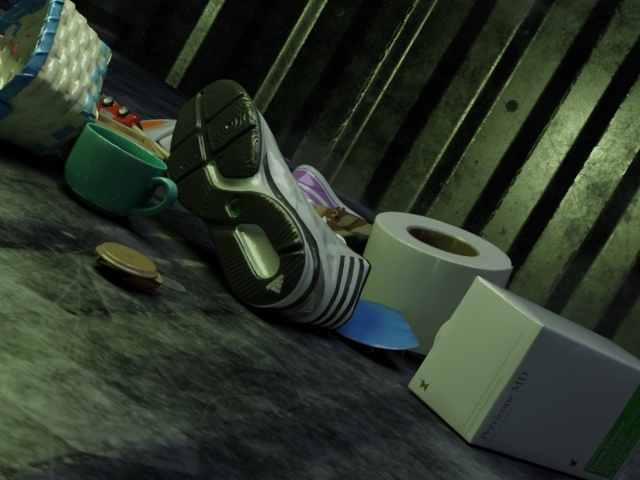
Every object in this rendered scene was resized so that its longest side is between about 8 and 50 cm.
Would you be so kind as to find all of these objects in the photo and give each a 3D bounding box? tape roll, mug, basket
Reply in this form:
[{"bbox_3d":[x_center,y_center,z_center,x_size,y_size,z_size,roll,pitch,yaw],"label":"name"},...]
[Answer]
[{"bbox_3d":[0.183,0.074,1.756,0.246,0.169,0.246,17,16,-5],"label":"tape roll"},{"bbox_3d":[-0.289,-0.087,1.448,0.129,0.097,0.157,25,10,-38],"label":"mug"},{"bbox_3d":[-0.455,-0.273,1.481,0.289,0.201,0.255,46,32,-35],"label":"basket"}]

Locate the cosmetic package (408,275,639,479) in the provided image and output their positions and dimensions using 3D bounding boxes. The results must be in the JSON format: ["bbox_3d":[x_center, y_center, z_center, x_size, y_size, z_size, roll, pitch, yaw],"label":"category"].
[{"bbox_3d":[0.329,0.213,1.502,0.365,0.197,0.155,22,12,-40],"label":"cosmetic package"}]

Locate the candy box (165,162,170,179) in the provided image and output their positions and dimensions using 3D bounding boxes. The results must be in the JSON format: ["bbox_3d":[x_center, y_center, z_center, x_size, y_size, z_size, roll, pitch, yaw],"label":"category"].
[{"bbox_3d":[-0.203,-0.102,1.998,0.164,0.070,0.196,27,7,-26],"label":"candy box"}]

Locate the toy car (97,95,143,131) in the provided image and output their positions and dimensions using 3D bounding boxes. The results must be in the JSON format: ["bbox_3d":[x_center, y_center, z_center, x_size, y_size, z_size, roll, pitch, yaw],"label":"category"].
[{"bbox_3d":[-0.435,-0.246,1.912,0.239,0.053,0.225,45,-20,-1],"label":"toy car"}]

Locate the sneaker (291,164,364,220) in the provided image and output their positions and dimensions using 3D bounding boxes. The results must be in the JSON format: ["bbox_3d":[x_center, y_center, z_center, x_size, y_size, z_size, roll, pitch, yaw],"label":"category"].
[{"bbox_3d":[0.007,-0.018,2.271,0.282,0.102,0.161,45,39,-9],"label":"sneaker"}]

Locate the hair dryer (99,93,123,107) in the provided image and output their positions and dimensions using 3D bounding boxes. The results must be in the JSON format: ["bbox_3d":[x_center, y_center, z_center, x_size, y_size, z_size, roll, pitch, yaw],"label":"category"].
[{"bbox_3d":[-0.546,-0.301,2.086,0.293,0.080,0.223,31,-12,-21],"label":"hair dryer"}]

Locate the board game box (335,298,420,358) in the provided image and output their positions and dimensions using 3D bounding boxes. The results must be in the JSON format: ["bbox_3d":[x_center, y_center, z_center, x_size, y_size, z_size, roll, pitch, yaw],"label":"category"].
[{"bbox_3d":[0.073,0.140,1.587,0.133,0.033,0.169,9,20,-16],"label":"board game box"}]

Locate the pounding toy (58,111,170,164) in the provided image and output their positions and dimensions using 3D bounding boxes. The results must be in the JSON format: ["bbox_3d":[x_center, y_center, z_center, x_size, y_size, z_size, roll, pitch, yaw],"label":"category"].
[{"bbox_3d":[-0.307,-0.125,1.642,0.206,0.094,0.181,27,9,-27],"label":"pounding toy"}]

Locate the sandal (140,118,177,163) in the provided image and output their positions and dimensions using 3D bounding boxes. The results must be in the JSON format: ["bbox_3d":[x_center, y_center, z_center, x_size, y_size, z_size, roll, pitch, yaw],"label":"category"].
[{"bbox_3d":[-0.338,-0.174,1.962,0.101,0.076,0.265,3,21,20],"label":"sandal"}]

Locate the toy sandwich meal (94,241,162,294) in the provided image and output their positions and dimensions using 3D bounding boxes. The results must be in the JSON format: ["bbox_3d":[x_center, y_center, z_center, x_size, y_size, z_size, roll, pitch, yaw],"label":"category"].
[{"bbox_3d":[-0.224,0.031,1.189,0.085,0.029,0.085,26,11,-5],"label":"toy sandwich meal"}]

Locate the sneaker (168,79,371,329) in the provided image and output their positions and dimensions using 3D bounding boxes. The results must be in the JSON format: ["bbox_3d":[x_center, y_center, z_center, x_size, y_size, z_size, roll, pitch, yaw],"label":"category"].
[{"bbox_3d":[-0.075,-0.036,1.585,0.257,0.169,0.448,38,22,-50],"label":"sneaker"}]

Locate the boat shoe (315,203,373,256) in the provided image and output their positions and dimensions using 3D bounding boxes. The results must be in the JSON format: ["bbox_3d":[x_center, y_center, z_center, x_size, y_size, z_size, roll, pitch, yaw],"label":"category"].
[{"bbox_3d":[0.000,0.000,1.820,0.120,0.123,0.324,41,15,15],"label":"boat shoe"}]

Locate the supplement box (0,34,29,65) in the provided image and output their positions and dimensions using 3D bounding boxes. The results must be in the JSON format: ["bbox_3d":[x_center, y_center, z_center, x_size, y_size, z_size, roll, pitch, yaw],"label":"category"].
[{"bbox_3d":[-0.534,-0.278,1.716,0.111,0.114,0.220,33,6,26],"label":"supplement box"}]
